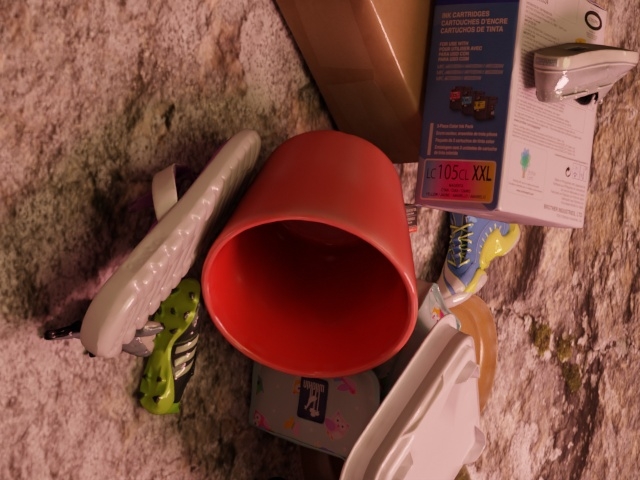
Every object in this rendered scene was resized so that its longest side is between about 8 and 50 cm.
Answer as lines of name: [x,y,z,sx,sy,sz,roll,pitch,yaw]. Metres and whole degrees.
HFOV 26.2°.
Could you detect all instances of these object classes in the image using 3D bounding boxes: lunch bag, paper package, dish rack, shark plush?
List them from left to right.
shark plush: [-0.255,0.117,1.657,0.161,0.073,0.067,-9,130,-56]
lunch bag: [0.037,0.173,1.905,0.262,0.223,0.160,-63,146,-21]
paper package: [0.116,-0.328,1.993,0.309,0.168,0.325,-56,134,-33]
dish rack: [0.139,0.282,1.838,0.285,0.072,0.333,-53,153,-24]

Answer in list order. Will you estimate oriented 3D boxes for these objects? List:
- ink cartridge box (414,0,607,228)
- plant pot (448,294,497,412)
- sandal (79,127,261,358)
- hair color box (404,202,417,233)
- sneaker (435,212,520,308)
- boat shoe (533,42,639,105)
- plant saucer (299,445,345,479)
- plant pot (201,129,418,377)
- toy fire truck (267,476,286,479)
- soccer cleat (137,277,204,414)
ink cartridge box: [0.278,-0.226,1.958,0.270,0.151,0.395,9,89,-54]
plant pot: [0.227,0.206,2.322,0.236,0.032,0.236,-8,101,-52]
sandal: [-0.188,-0.028,1.670,0.416,0.102,0.169,-55,173,-50]
hair color box: [0.062,-0.034,1.980,0.072,0.141,0.043,-11,103,-51]
sneaker: [0.232,0.008,2.278,0.240,0.091,0.126,-45,110,-39]
boat shoe: [0.361,-0.227,1.895,0.227,0.079,0.081,-14,115,-47]
plant saucer: [0.030,0.308,2.027,0.198,0.036,0.198,34,51,-56]
plant pot: [0.000,0.000,1.794,0.243,0.275,0.275,-78,150,-50]
toy fire truck: [-0.055,0.494,1.918,0.246,0.158,0.217,-46,127,-15]
soccer cleat: [-0.183,0.136,1.757,0.072,0.060,0.179,25,81,-61]
